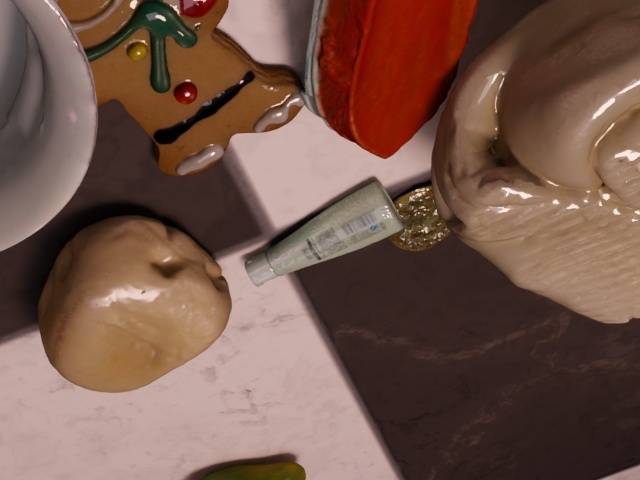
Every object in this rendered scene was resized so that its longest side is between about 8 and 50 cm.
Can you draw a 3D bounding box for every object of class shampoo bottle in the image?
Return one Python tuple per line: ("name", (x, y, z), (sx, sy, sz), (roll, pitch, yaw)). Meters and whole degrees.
("shampoo bottle", (0.000, 0.000, 1.032), (0.191, 0.041, 0.069), (-27, 123, 12))

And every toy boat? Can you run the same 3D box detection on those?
("toy boat", (0.046, -0.205, 0.782), (0.145, 0.133, 0.331), (-25, 152, -20))

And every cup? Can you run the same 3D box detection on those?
("cup", (-0.346, -0.148, 0.663), (0.347, 0.163, 0.347), (-7, 136, -6))

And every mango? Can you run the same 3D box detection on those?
("mango", (-0.118, 0.407, 1.385), (0.191, 0.085, 0.122), (-4, 133, -13))

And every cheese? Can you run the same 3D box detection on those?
("cheese", (-0.207, 0.077, 0.990), (0.218, 0.117, 0.235), (-7, 140, -14))

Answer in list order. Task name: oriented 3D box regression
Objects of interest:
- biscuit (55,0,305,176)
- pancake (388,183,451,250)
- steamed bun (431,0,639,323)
("biscuit", (-0.157, -0.168, 0.803), (0.197, 0.049, 0.301), (-33, 135, 13))
("pancake", (0.126, -0.028, 1.065), (0.108, 0.017, 0.108), (-9, 137, -9))
("steamed bun", (0.299, -0.102, 0.870), (0.343, 0.255, 0.368), (-26, 135, 31))
